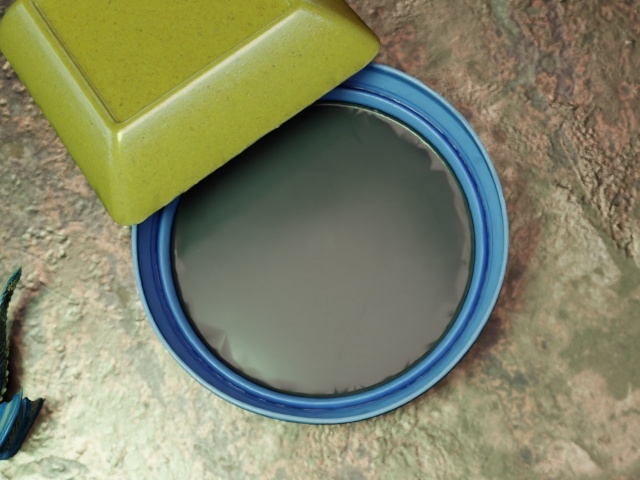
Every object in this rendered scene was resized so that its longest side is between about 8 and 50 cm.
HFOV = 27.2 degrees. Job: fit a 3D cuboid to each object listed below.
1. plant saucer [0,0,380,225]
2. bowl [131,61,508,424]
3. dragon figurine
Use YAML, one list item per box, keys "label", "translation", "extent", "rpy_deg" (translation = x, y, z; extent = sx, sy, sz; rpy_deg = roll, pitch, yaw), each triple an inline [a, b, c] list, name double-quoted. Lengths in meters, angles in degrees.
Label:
- label: "plant saucer"
  translation: [-0.160, -0.230, 1.396]
  extent: [0.333, 0.081, 0.333]
  rpy_deg: [-36, 59, -4]
- label: "bowl"
  translation: [0.000, 0.000, 1.389]
  extent: [0.391, 0.077, 0.391]
  rpy_deg: [-1, 78, 4]
- label: "dragon figurine"
  translation: [-0.345, 0.178, 1.366]
  extent: [0.144, 0.085, 0.289]
  rpy_deg: [33, 82, 10]
